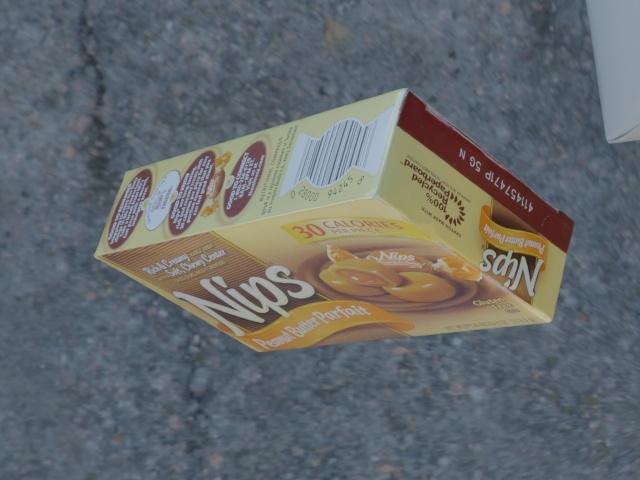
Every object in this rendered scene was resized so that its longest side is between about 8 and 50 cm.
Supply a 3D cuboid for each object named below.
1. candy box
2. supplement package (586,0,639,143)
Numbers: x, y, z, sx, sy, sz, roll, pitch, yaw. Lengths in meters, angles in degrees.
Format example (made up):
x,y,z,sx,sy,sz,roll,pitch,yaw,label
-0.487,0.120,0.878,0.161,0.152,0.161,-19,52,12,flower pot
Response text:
x,y,z,sx,sy,sz,roll,pitch,yaw,label
0.000,0.000,0.918,0.316,0.183,0.087,-10,54,47,candy box
0.238,-0.215,0.689,0.178,0.175,0.292,-7,87,0,supplement package
